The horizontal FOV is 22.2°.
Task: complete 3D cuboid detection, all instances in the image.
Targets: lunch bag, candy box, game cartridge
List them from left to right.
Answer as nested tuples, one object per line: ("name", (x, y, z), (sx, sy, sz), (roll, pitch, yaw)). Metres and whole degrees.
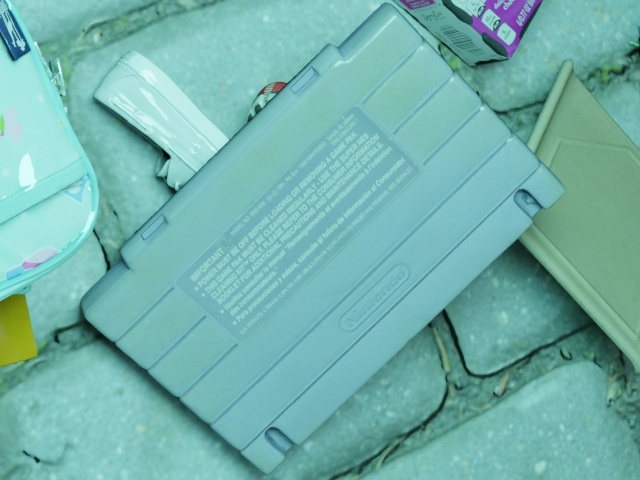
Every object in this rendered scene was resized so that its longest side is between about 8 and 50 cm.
("lunch bag", (-0.275, -0.036, 0.996), (0.279, 0.108, 0.224), (-34, 107, -30))
("game cartridge", (0.000, 0.000, 1.351), (0.355, 0.068, 0.230), (-44, 107, 6))
("candy box", (0.111, -0.292, 1.492), (0.233, 0.071, 0.159), (37, 72, -22))

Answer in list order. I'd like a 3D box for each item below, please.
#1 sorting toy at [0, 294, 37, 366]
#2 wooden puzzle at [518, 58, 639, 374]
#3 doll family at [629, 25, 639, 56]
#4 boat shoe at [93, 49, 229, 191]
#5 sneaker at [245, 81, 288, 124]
("sorting toy", (-0.292, -0.054, 1.076), (0.229, 0.041, 0.307), (-14, 97, -34))
("wooden puzzle", (0.263, -0.022, 1.557), (0.239, 0.044, 0.221), (49, 45, -21))
("doll family", (0.366, -0.178, 1.630), (0.111, 0.076, 0.193), (-38, 109, -29))
("boat shoe", (-0.114, -0.075, 1.368), (0.063, 0.066, 0.184), (-46, 112, -7))
("sneaker", (0.052, -0.075, 1.454), (0.279, 0.107, 0.118), (29, 56, -28))
